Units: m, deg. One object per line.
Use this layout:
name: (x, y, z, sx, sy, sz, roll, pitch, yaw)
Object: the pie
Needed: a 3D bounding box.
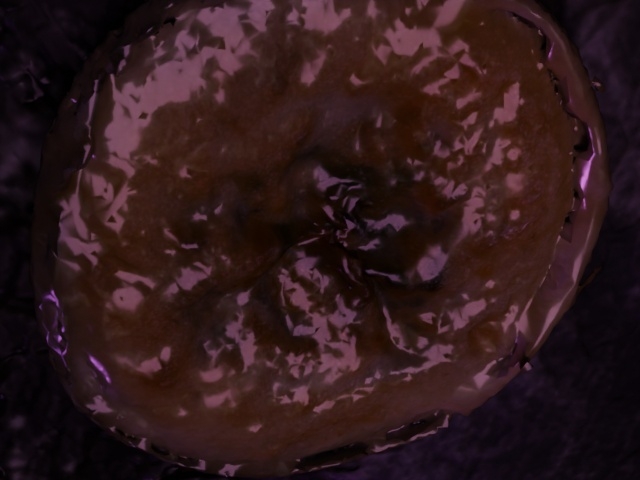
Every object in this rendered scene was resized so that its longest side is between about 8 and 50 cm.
pie: (0.000, 0.000, 0.452, 0.274, 0.055, 0.274, -6, 124, -10)
